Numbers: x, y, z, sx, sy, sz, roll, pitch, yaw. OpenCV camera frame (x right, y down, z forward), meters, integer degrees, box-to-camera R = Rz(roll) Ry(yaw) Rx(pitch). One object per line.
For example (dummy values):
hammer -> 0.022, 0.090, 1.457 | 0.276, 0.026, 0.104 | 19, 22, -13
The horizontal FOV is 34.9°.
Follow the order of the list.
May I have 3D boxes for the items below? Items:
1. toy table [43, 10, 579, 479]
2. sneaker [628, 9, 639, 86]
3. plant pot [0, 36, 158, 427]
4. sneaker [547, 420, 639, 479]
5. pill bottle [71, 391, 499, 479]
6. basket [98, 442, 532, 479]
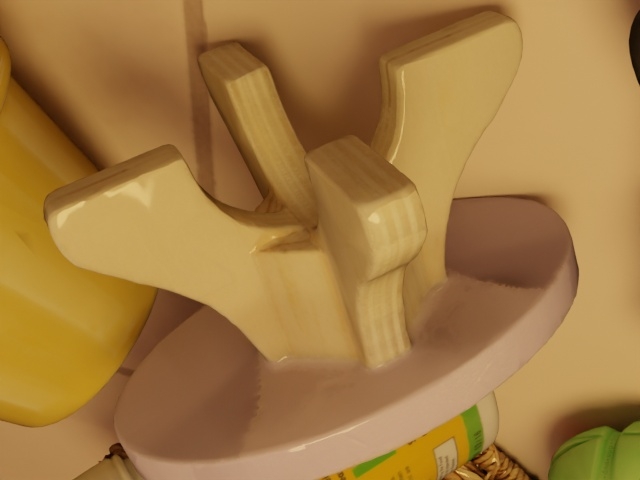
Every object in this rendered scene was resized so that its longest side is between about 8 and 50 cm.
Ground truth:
toy table -> 0.000, 0.000, 0.537 | 0.252, 0.274, 0.160 | 30, 145, 53
sneaker -> 0.223, 0.024, 0.531 | 0.146, 0.122, 0.330 | -25, 117, 36
plant pot -> -0.240, -0.005, 0.641 | 0.254, 0.254, 0.239 | -23, 134, 37
sneaker -> 0.292, 0.341, 0.734 | 0.185, 0.202, 0.483 | -22, 118, 38
pill bottle -> -0.024, 0.131, 0.634 | 0.136, 0.246, 0.136 | 53, 163, 25
basket -> -0.009, 0.204, 0.819 | 0.299, 0.223, 0.213 | 38, 167, -12
